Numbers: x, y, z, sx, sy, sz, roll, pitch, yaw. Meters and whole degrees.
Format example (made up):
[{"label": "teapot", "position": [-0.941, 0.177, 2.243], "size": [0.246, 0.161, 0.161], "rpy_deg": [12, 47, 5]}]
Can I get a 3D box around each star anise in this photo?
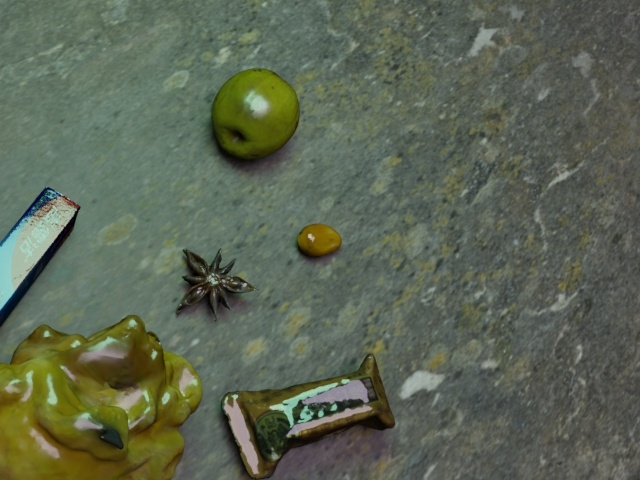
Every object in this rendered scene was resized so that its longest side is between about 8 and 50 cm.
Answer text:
[{"label": "star anise", "position": [-0.164, 0.071, 1.362], "size": [0.129, 0.056, 0.124], "rpy_deg": [5, 70, -6]}]

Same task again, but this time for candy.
[{"label": "candy", "position": [-0.014, 0.277, 1.330], "size": [0.272, 0.101, 0.143], "rpy_deg": [-12, 69, -22]}]

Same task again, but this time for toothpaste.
[{"label": "toothpaste", "position": [-0.459, 0.064, 1.205], "size": [0.066, 0.076, 0.320], "rpy_deg": [31, 54, -8]}]

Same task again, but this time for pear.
[{"label": "pear", "position": [-0.110, -0.222, 1.453], "size": [0.149, 0.149, 0.162], "rpy_deg": [38, 60, -7]}]

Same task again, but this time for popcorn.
[{"label": "popcorn", "position": [-0.319, 0.240, 1.118], "size": [0.297, 0.281, 0.315], "rpy_deg": [34, 72, -28]}]

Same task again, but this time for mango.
[{"label": "mango", "position": [0.000, 0.000, 1.476], "size": [0.089, 0.046, 0.059], "rpy_deg": [6, 70, -36]}]
